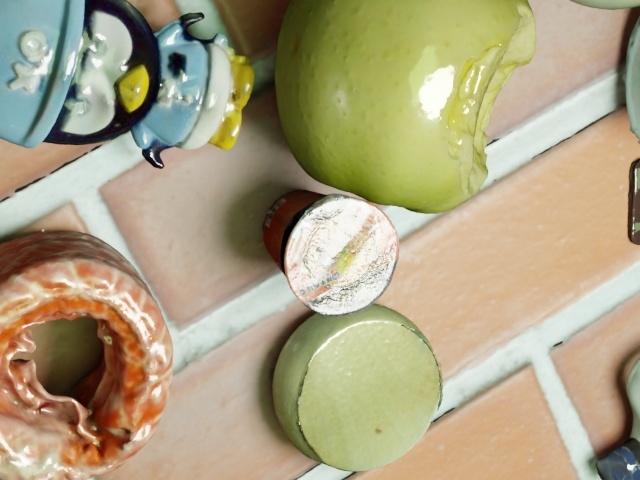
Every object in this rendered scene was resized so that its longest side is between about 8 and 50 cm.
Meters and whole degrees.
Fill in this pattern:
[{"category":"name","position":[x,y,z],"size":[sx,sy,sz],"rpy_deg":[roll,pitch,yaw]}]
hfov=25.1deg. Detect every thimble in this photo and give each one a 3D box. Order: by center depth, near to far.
[{"category":"thimble","position":[-0.264,0.117,1.409],"size":[0.239,0.162,0.239],"rpy_deg":[-5,104,-19]}]

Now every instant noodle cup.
[{"category":"instant noodle cup","position":[0.000,0.002,1.491],"size":[0.127,0.136,0.127],"rpy_deg":[-5,105,-20]}]

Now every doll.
[{"category":"doll","position":[-0.219,-0.164,1.370],"size":[0.314,0.141,0.177],"rpy_deg":[11,103,-25]}]

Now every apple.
[{"category":"apple","position":[0.078,-0.164,1.415],"size":[0.279,0.279,0.279],"rpy_deg":[-5,105,-19]}]

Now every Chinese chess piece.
[{"category":"Chinese chess piece","position":[0.039,0.160,1.578],"size":[0.188,0.083,0.188],"rpy_deg":[-5,104,-22]}]

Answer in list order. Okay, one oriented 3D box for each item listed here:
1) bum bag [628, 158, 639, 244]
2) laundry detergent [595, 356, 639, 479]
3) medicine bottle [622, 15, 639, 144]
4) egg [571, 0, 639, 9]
[{"category":"bum bag","position":[0.438,-0.051,1.703],"size":[0.159,0.026,0.109],"rpy_deg":[-4,104,-14]},{"category":"laundry detergent","position":[0.455,0.209,1.727],"size":[0.280,0.105,0.215],"rpy_deg":[-21,110,-13]},{"category":"medicine bottle","position":[0.506,-0.172,1.574],"size":[0.290,0.245,0.245],"rpy_deg":[8,100,-22]},{"category":"egg","position":[0.279,-0.401,1.430],"size":[0.258,0.258,0.352],"rpy_deg":[-22,115,-14]}]
